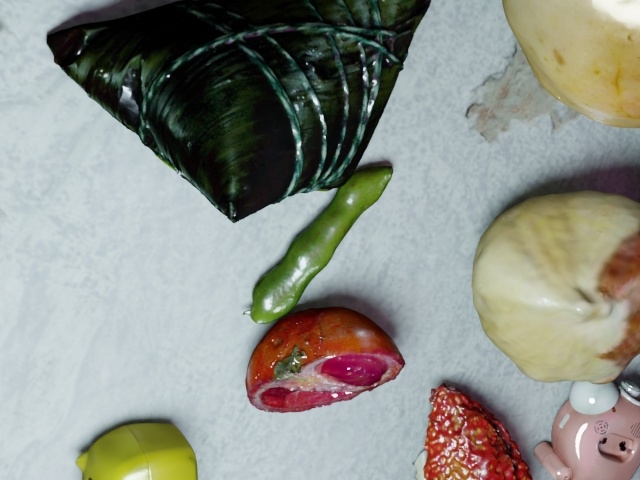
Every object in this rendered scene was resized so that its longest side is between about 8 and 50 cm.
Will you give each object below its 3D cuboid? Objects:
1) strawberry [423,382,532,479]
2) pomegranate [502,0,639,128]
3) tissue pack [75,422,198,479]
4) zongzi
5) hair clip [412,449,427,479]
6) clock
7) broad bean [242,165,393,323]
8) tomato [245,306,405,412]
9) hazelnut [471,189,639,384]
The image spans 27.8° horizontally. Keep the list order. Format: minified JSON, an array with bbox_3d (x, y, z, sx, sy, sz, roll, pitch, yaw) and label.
[{"bbox_3d":[0.220,0.293,1.719,0.174,0.098,0.228,-14,101,-44],"label":"strawberry"},{"bbox_3d":[0.369,-0.327,1.451,0.411,0.411,0.412,-8,111,-22],"label":"pomegranate"},{"bbox_3d":[-0.216,0.311,1.523,0.127,0.123,0.178,-9,112,-27],"label":"tissue pack"},{"bbox_3d":[-0.048,-0.127,1.324,0.383,0.362,0.319,-4,127,-26],"label":"zongzi"},{"bbox_3d":[0.141,0.396,1.751,0.034,0.072,0.226,-1,107,-28],"label":"hair clip"},{"bbox_3d":[0.401,0.269,1.809,0.165,0.093,0.162,19,105,-28],"label":"clock"},{"bbox_3d":[0.000,0.000,1.562,0.052,0.053,0.256,39,85,14],"label":"broad bean"},{"bbox_3d":[0.001,0.137,1.583,0.189,0.099,0.173,-25,154,27],"label":"tomato"},{"bbox_3d":[0.313,0.059,1.621,0.261,0.241,0.261,1,113,2],"label":"hazelnut"}]
